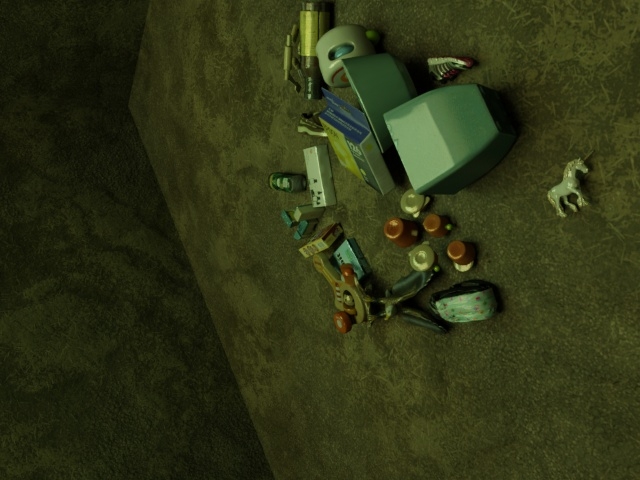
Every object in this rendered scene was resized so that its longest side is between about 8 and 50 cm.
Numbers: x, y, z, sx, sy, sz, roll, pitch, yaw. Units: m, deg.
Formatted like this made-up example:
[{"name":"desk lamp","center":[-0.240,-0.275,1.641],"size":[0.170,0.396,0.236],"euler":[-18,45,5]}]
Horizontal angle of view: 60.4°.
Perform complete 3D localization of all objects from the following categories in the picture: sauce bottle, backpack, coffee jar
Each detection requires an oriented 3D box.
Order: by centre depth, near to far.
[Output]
[{"name":"backpack","center":[0.438,0.187,1.647],"size":[0.182,0.152,0.115],"euler":[-15,94,44]},{"name":"sauce bottle","center":[-0.025,-0.697,2.027],"size":[0.111,0.111,0.344],"euler":[30,123,48]},{"name":"coffee jar","center":[-0.150,-0.252,2.383],"size":[0.184,0.096,0.079],"euler":[17,113,53]}]

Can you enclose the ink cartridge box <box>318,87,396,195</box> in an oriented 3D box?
[{"name":"ink cartridge box","center":[0.104,-0.330,1.838],"size":[0.307,0.072,0.303],"euler":[57,175,-39]}]

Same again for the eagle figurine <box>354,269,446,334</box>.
[{"name":"eagle figurine","center":[0.284,0.217,1.871],"size":[0.298,0.225,0.226],"euler":[-14,134,28]}]

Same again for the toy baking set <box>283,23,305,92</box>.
[{"name":"toy baking set","center":[-0.084,-0.677,2.071],"size":[0.030,0.197,0.256],"euler":[17,116,20]}]

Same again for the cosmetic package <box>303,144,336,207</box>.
[{"name":"cosmetic package","center":[-0.003,-0.256,2.198],"size":[0.099,0.060,0.239],"euler":[-2,100,55]}]

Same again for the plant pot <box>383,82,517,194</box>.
[{"name":"plant pot","center":[0.371,-0.286,1.484],"size":[0.252,0.248,0.247],"euler":[-28,77,37]}]

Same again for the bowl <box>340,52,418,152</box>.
[{"name":"bowl","center":[0.198,-0.440,1.675],"size":[0.311,0.163,0.311],"euler":[-24,-90,-81]}]

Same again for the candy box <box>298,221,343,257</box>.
[{"name":"candy box","center":[0.000,0.000,2.232],"size":[0.053,0.109,0.187],"euler":[48,147,-9]}]

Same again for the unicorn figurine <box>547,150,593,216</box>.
[{"name":"unicorn figurine","center":[0.609,-0.127,1.339],"size":[0.162,0.060,0.111],"euler":[-42,67,53]}]

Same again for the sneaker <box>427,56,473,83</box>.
[{"name":"sneaker","center":[0.369,-0.484,1.568],"size":[0.170,0.063,0.074],"euler":[25,121,55]}]

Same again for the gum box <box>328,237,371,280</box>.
[{"name":"gum box","center":[0.111,0.102,2.173],"size":[0.157,0.041,0.184],"euler":[62,143,18]}]

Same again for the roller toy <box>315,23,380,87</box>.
[{"name":"roller toy","center":[0.088,-0.599,1.816],"size":[0.209,0.191,0.146],"euler":[-38,65,60]}]

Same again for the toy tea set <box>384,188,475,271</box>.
[{"name":"toy tea set","center":[0.350,-0.004,1.755],"size":[0.200,0.124,0.336],"euler":[-49,52,17]}]

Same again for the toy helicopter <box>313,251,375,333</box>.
[{"name":"toy helicopter","center":[0.073,0.161,2.095],"size":[0.355,0.140,0.235],"euler":[50,149,35]}]

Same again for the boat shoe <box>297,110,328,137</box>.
[{"name":"boat shoe","center":[-0.011,-0.449,2.114],"size":[0.257,0.095,0.095],"euler":[24,114,51]}]

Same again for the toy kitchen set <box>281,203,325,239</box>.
[{"name":"toy kitchen set","center":[-0.101,-0.114,2.335],"size":[0.166,0.122,0.207],"euler":[57,142,27]}]
